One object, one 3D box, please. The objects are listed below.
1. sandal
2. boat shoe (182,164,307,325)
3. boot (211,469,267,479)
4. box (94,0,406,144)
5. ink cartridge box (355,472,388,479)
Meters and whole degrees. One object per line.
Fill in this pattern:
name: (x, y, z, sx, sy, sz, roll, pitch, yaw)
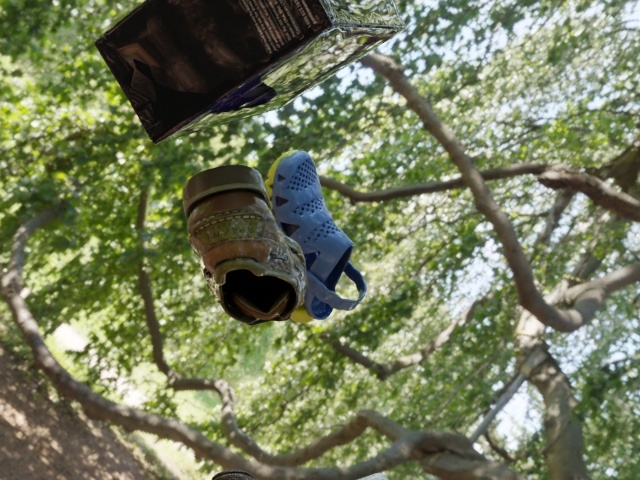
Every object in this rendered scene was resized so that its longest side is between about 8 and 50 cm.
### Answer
sandal: (0.000, 0.000, 1.008, 0.138, 0.126, 0.317, 5, -60, 37)
boat shoe: (-0.073, 0.042, 0.644, 0.307, 0.111, 0.104, 64, 9, -65)
boot: (-0.098, 0.370, 0.813, 0.106, 0.037, 0.114, 17, 22, -15)
box: (-0.044, -0.192, 0.558, 0.184, 0.261, 0.103, -23, -81, 26)
ink cartridge box: (-0.008, 0.189, 0.253, 0.198, 0.067, 0.115, 110, -37, -51)
